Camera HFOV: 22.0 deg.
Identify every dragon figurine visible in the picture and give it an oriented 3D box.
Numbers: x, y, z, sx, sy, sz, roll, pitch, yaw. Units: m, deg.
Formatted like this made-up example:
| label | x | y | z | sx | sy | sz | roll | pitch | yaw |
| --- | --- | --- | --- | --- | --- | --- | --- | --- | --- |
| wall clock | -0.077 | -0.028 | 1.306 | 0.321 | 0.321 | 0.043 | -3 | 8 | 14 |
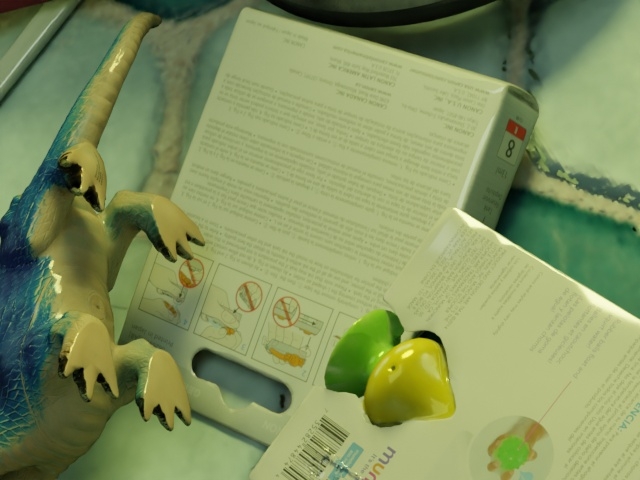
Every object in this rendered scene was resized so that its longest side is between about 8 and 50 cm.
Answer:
| label | x | y | z | sx | sy | sz | roll | pitch | yaw |
| --- | --- | --- | --- | --- | --- | --- | --- | --- | --- |
| dragon figurine | -0.131 | 0.027 | 0.713 | 0.144 | 0.085 | 0.289 | -19 | 61 | 32 |

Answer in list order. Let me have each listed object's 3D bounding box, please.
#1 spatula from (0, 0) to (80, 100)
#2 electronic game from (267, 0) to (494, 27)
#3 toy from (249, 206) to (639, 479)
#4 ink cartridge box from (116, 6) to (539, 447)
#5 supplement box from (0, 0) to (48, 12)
| label | x | y | z | sx | sy | sz | roll | pitch | yaw |
| --- | --- | --- | --- | --- | --- | --- | --- | --- | --- |
| spatula | -0.235 | -0.078 | 0.877 | 0.168 | 0.019 | 0.242 | 29 | 79 | 35 |
| electronic game | 0.055 | -0.192 | 0.781 | 0.229 | 0.048 | 0.229 | -13 | 52 | 18 |
| toy | 0.101 | 0.101 | 0.601 | 0.237 | 0.056 | 0.137 | 34 | 84 | 30 |
| ink cartridge box | 0.000 | 0.000 | 0.724 | 0.145 | 0.045 | 0.179 | 21 | 93 | 32 |
| supplement box | -0.148 | -0.186 | 0.845 | 0.188 | 0.081 | 0.104 | -11 | 56 | 16 |
